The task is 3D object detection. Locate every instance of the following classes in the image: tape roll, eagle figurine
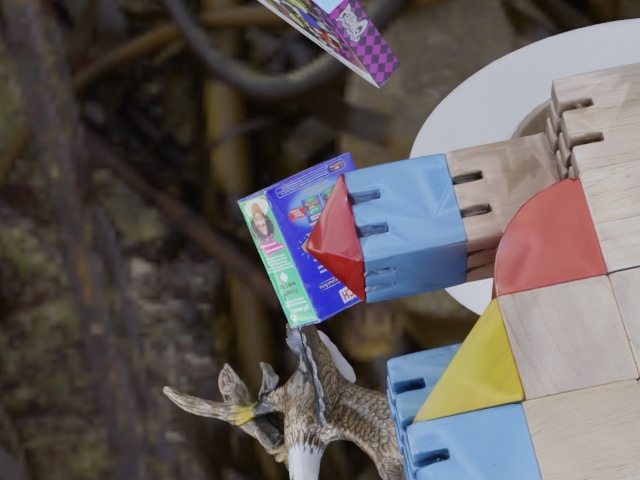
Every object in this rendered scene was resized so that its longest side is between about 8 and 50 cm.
[{"bbox_3d":[0.270,-0.061,1.659,0.392,0.392,0.072,30,146,43],"label":"tape roll"},{"bbox_3d":[0.010,0.184,2.051,0.298,0.226,0.225,-24,79,52],"label":"eagle figurine"}]

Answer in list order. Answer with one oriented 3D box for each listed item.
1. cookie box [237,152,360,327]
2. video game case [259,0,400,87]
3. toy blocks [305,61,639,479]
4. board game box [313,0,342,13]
[{"bbox_3d":[0.000,0.000,1.451,0.040,0.092,0.107,-18,97,54],"label":"cookie box"},{"bbox_3d":[-0.036,-0.271,1.938,0.042,0.232,0.210,-48,57,-4],"label":"video game case"},{"bbox_3d":[0.144,0.074,0.813,0.191,0.261,0.381,84,173,-64],"label":"toy blocks"},{"bbox_3d":[0.063,-0.275,1.443,0.039,0.211,0.160,41,120,-14],"label":"board game box"}]
